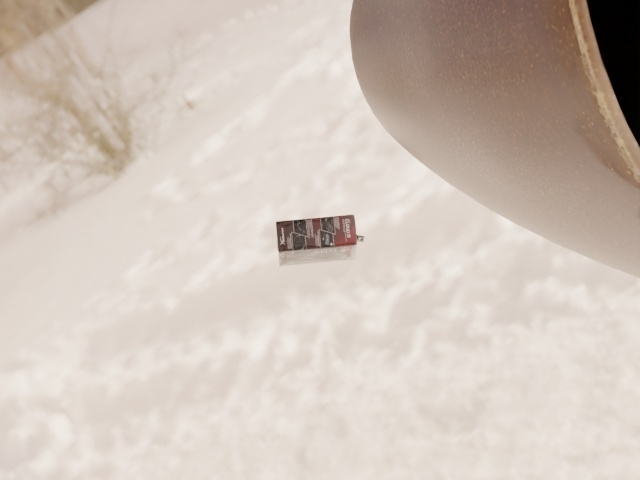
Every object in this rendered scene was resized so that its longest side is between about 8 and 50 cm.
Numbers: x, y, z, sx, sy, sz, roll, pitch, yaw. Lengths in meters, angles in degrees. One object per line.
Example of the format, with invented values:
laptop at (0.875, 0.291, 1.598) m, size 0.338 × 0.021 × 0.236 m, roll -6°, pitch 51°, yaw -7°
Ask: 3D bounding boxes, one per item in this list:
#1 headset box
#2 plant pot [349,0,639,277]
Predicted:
headset box at (0.000, 0.000, 1.437) m, size 0.083 × 0.032 × 0.062 m, roll -4°, pitch -14°, yaw -2°
plant pot at (0.107, -0.079, 0.500) m, size 0.215 × 0.215 × 0.230 m, roll -40°, pitch 15°, yaw -20°
